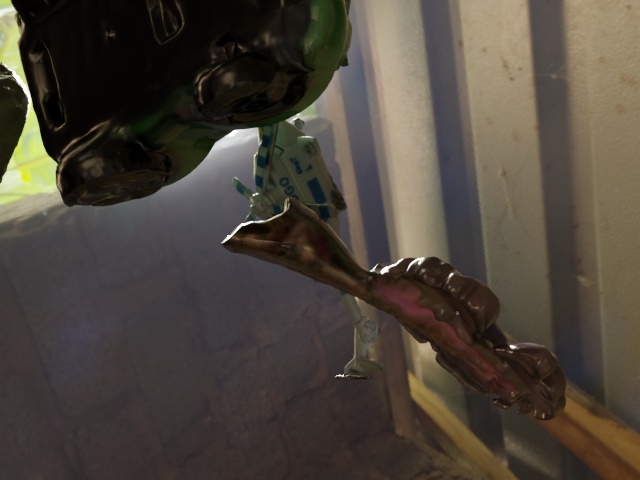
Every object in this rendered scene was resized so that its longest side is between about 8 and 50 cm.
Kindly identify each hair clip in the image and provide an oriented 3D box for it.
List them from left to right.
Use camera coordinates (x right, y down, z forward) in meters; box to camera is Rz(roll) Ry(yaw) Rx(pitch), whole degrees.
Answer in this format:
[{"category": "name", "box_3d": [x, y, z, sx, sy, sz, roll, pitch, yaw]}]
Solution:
[{"category": "hair clip", "box_3d": [0.063, 0.048, 0.538, 0.301, 0.069, 0.173, 29, -13, 1]}]

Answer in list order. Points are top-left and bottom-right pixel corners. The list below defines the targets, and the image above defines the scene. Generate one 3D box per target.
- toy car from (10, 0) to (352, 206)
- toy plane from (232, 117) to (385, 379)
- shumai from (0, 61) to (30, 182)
[{"category": "toy car", "box_3d": [-0.130, -0.157, 0.538, 0.359, 0.176, 0.213, -21, -97, 31]}, {"category": "toy plane", "box_3d": [0.007, -0.001, 0.642, 0.273, 0.107, 0.182, 51, -36, 4]}, {"category": "shumai", "box_3d": [-0.578, -0.142, 0.834, 0.304, 0.263, 0.309, -33, -126, 26]}]
